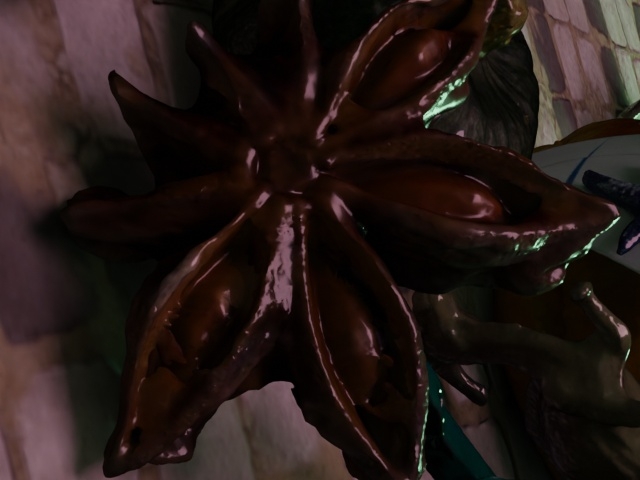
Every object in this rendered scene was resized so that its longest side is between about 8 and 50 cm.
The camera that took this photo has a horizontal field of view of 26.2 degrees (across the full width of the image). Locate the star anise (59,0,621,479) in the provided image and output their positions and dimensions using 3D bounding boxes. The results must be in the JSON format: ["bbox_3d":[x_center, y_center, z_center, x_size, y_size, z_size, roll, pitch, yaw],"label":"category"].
[{"bbox_3d":[0.007,-0.003,0.567,0.099,0.220,0.214,143,-63,-78],"label":"star anise"}]

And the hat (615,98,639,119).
[{"bbox_3d":[0.372,-0.095,1.437,0.301,0.168,0.258,-6,109,-42],"label":"hat"}]

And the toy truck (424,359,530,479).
[{"bbox_3d":[0.121,0.210,0.683,0.363,0.176,0.178,47,29,-43],"label":"toy truck"}]

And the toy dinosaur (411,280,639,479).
[{"bbox_3d":[0.181,0.114,0.801,0.294,0.162,0.077,48,62,-5],"label":"toy dinosaur"}]

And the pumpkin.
[{"bbox_3d":[0.035,-0.095,0.711,0.211,0.152,0.212,1,89,-63],"label":"pumpkin"}]

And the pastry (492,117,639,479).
[{"bbox_3d":[0.240,0.075,1.023,0.356,0.163,0.356,-13,90,-69],"label":"pastry"}]

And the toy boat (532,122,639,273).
[{"bbox_3d":[0.202,-0.009,0.825,0.291,0.210,0.070,-24,127,-25],"label":"toy boat"}]
